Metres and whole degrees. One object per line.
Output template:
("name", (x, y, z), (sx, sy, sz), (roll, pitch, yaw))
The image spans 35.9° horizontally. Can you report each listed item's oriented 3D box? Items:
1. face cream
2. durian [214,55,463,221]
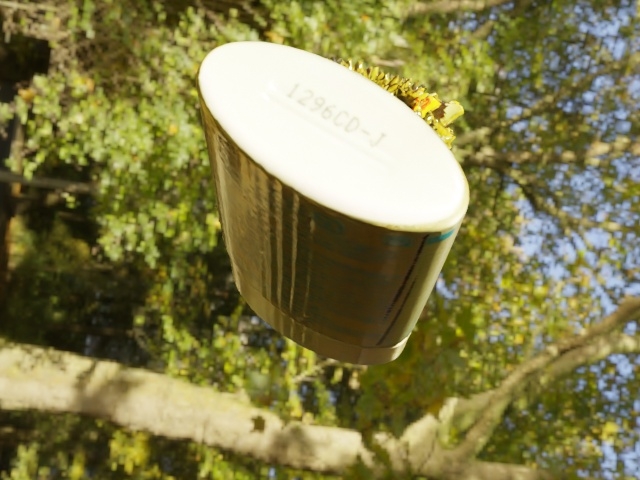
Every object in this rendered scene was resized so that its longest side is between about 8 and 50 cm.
("face cream", (0.000, 0.000, 0.565), (0.067, 0.139, 0.285), (-54, 170, -18))
("durian", (0.020, -0.076, 1.111), (0.293, 0.258, 0.258), (-60, -170, -14))
